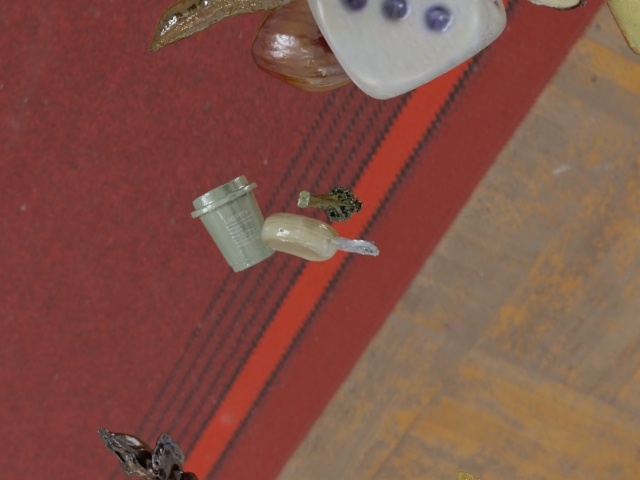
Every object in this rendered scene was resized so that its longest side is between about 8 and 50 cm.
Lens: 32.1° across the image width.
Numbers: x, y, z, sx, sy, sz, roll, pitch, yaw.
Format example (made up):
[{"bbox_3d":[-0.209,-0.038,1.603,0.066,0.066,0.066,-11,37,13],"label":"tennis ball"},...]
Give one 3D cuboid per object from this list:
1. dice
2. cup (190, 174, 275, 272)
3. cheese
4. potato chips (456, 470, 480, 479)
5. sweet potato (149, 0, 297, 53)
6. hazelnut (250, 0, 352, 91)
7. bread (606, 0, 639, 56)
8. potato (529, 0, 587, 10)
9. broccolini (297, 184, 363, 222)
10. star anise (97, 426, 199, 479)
[{"bbox_3d":[0.103,-0.296,1.342,0.192,0.194,0.193,-26,103,18],"label":"dice"},{"bbox_3d":[-0.136,-0.026,1.835,0.120,0.120,0.141,-28,94,17],"label":"cup"},{"bbox_3d":[0.000,0.002,1.605,0.171,0.047,0.092,14,165,2],"label":"cheese"},{"bbox_3d":[0.192,0.265,0.958,0.204,0.026,0.037,42,148,-17],"label":"potato chips"},{"bbox_3d":[-0.071,-0.268,1.179,0.274,0.067,0.067,-22,120,12],"label":"sweet potato"},{"bbox_3d":[0.002,-0.316,1.710,0.181,0.212,0.181,32,143,-11],"label":"hazelnut"},{"bbox_3d":[0.496,-0.427,1.558,0.077,0.361,0.138,5,149,37],"label":"bread"},{"bbox_3d":[0.188,-0.313,1.038,0.202,0.182,0.117,26,86,-19],"label":"potato"},{"bbox_3d":[0.010,-0.040,1.176,0.044,0.218,0.042,-41,85,6],"label":"broccolini"},{"bbox_3d":[-0.206,0.283,1.377,0.212,0.053,0.157,2,127,46],"label":"star anise"}]
